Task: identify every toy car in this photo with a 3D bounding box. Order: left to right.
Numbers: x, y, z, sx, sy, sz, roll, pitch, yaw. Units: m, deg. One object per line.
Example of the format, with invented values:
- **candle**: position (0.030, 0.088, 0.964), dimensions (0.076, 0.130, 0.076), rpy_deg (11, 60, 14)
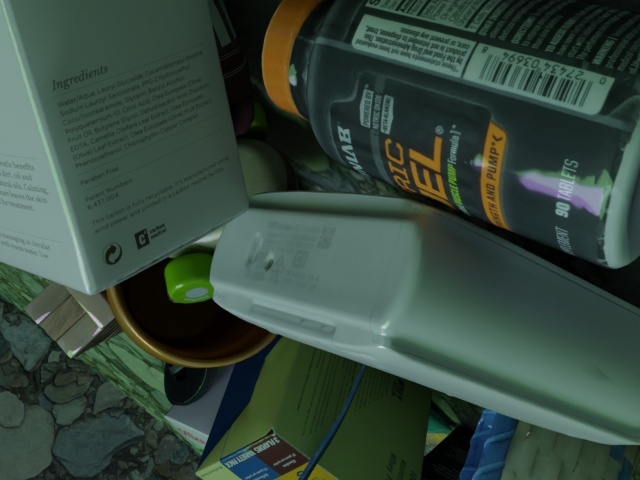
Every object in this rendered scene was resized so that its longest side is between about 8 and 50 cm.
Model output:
- **toy car**: position (-0.064, -0.016, 0.820), dimensions (0.148, 0.155, 0.188), rpy_deg (-23, 154, 19)

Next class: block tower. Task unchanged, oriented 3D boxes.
- **block tower**: position (-0.288, 0.077, 1.172), dimensions (0.091, 0.097, 0.335), rpy_deg (48, -176, 2)

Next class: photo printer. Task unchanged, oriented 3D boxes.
- **photo printer**: position (0.102, 0.062, 0.640), dimensions (0.307, 0.107, 0.256), rpy_deg (24, 171, -31)

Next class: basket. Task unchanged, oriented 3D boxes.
- **basket**: position (0.139, 0.234, 0.818), dimensions (0.288, 0.255, 0.201), rpy_deg (27, 143, 10)

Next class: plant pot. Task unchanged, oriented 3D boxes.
- **plant pot**: position (-0.149, 0.046, 0.967), dimensions (0.205, 0.205, 0.188), rpy_deg (43, 158, -8)

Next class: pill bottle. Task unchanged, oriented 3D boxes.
- **pill bottle**: position (0.082, -0.085, 0.491), dimensions (0.245, 0.130, 0.130), rpy_deg (24, 152, 32)

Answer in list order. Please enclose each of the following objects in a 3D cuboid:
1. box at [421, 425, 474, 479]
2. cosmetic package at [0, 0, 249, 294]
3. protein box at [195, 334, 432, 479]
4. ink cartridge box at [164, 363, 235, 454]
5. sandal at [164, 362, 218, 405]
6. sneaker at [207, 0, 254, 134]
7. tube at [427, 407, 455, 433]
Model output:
- **box**: position (0.201, 0.345, 0.954), dimensions (0.261, 0.184, 0.103), rpy_deg (20, 131, 47)
- **cosmetic package**: position (-0.193, -0.170, 0.554), dimensions (0.196, 0.155, 0.366), rpy_deg (15, 123, 39)
- **protein box**: position (0.001, 0.215, 0.957), dimensions (0.201, 0.200, 0.136), rpy_deg (41, 128, -20)
- **ink cartridge box**: position (-0.041, 0.279, 1.221), dimensions (0.198, 0.197, 0.270), rpy_deg (3, 136, 54)
- **sandal**: position (-0.162, 0.119, 1.131), dimensions (0.097, 0.054, 0.255), rpy_deg (55, 128, 38)
- **sneaker**: position (-0.154, -0.135, 0.739), dimensions (0.281, 0.106, 0.163), rpy_deg (1, 123, 54)
- **tube**: position (0.080, 0.187, 1.076), dimensions (0.207, 0.052, 0.080), rpy_deg (45, 152, -18)
